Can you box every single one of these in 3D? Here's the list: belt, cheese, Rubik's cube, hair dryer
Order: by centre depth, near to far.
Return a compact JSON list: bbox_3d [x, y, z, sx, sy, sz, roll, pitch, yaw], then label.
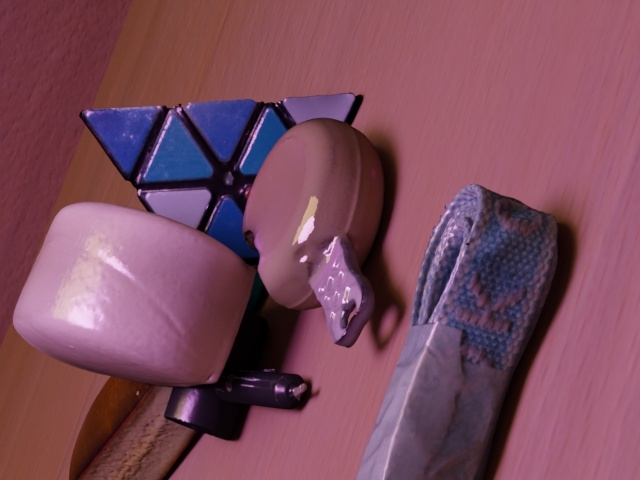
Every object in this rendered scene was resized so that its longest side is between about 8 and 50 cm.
[{"bbox_3d":[0.073,0.113,0.773,0.087,0.072,0.302,-11,59,70],"label":"belt"},{"bbox_3d":[0.000,0.000,1.070,0.163,0.082,0.286,-60,22,23],"label":"cheese"},{"bbox_3d":[-0.065,0.123,1.142,0.219,0.071,0.124,-3,66,61],"label":"hair dryer"},{"bbox_3d":[-0.078,-0.046,1.361,0.234,0.284,0.250,-71,-28,-80],"label":"Rubik's cube"}]

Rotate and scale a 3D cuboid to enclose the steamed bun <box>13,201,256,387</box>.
[{"bbox_3d":[-0.187,0.050,1.165,0.241,0.164,0.146,-7,59,59],"label":"steamed bun"}]

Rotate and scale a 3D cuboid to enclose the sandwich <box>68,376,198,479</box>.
[{"bbox_3d":[-0.193,0.199,1.338,0.258,0.094,0.096,-51,30,35],"label":"sandwich"}]
